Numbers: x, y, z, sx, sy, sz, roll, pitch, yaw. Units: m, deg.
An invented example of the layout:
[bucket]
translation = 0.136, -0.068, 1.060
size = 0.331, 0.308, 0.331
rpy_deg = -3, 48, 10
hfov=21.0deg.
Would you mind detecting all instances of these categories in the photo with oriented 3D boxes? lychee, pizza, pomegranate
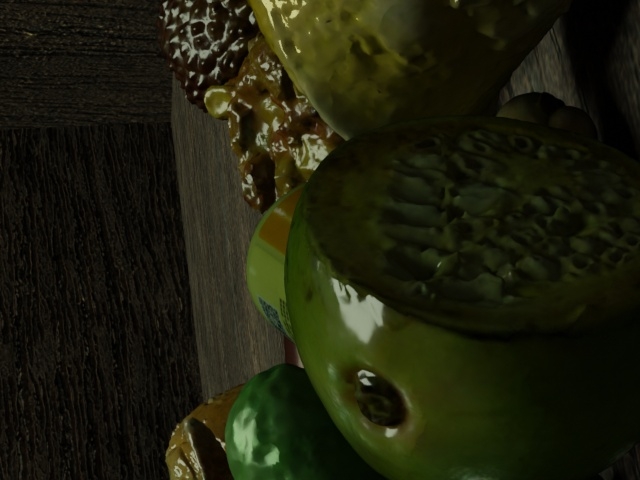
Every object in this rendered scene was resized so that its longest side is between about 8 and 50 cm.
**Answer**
[lychee]
translation = -0.070, -0.207, 1.699
size = 0.238, 0.200, 0.200
rpy_deg = -51, 38, 44
[pizza]
translation = 0.030, -0.083, 1.330
size = 0.268, 0.087, 0.258
rpy_deg = -46, 66, 44
[pomegranate]
translation = 0.074, 0.029, 0.850
size = 0.241, 0.189, 0.159
rpy_deg = -104, 12, -49

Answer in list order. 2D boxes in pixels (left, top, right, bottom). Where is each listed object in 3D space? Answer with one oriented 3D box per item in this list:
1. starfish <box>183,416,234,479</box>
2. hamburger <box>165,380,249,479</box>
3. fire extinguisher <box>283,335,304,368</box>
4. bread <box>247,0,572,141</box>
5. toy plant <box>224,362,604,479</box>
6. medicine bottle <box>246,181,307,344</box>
[starfish]
translation = -0.004, 0.353, 1.208
size = 0.132, 0.398, 0.384
rpy_deg = -42, 37, 42
[hamburger]
translation = -0.042, 0.198, 1.598
size = 0.155, 0.207, 0.135
rpy_deg = -102, 8, -65
[fire extinguisher]
translation = 0.000, 0.000, 1.514
size = 0.147, 0.106, 0.337
rpy_deg = -6, 86, 47
[bread]
translation = 0.051, -0.153, 0.903
size = 0.170, 0.197, 0.197
rpy_deg = -39, 50, 46
[toy plant]
translation = 0.072, 0.254, 0.965
size = 0.317, 0.210, 0.356
rpy_deg = 49, 151, 27
[medicine bottle]
translation = 0.054, 0.044, 1.063
size = 0.239, 0.124, 0.124
rpy_deg = 31, 126, 56
